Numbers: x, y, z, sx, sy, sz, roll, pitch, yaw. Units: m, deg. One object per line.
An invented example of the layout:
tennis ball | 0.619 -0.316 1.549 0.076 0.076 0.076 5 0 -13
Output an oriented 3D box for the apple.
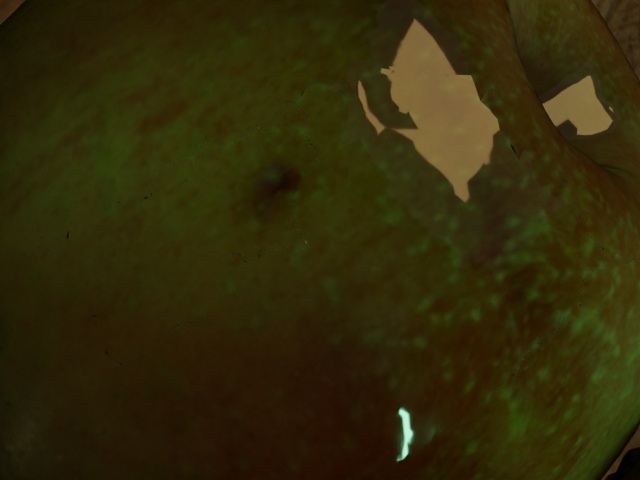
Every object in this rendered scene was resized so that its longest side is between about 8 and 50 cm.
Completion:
apple | 0.000 0.000 0.744 0.319 0.277 0.319 32 34 -25

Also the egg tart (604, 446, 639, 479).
egg tart | 0.140 0.199 0.777 0.297 0.132 0.297 1 90 -78
